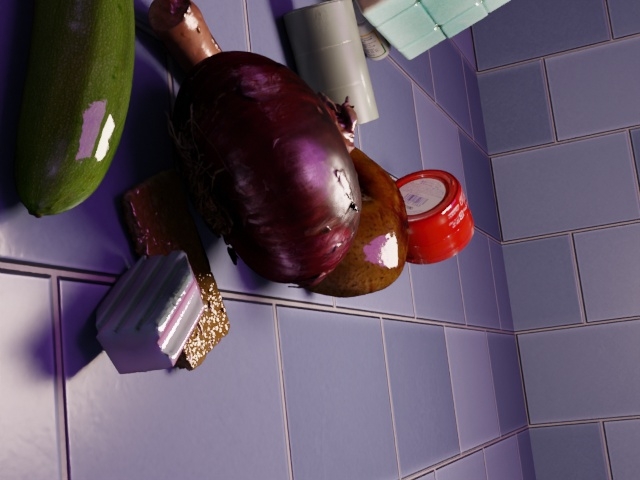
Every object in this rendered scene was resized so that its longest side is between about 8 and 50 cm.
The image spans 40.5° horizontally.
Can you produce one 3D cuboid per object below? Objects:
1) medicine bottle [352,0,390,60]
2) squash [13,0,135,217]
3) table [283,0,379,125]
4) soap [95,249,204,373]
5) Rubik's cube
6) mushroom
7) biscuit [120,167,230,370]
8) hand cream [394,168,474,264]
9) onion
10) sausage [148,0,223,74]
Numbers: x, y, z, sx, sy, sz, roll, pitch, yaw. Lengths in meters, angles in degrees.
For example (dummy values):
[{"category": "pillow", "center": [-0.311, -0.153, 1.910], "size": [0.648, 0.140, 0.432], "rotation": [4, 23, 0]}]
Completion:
[{"category": "medicine bottle", "center": [0.085, -0.492, 1.907], "size": [0.220, 0.061, 0.092], "rotation": [45, 15, -55]}, {"category": "squash", "center": [-0.243, -0.206, 0.883], "size": [0.107, 0.107, 0.394], "rotation": [40, 43, -58]}, {"category": "table", "center": [0.020, -0.313, 1.557], "size": [0.126, 0.127, 0.219], "rotation": [-41, 118, -65]}, {"category": "soap", "center": [-0.179, 0.073, 0.922], "size": [0.149, 0.100, 0.056], "rotation": [-68, 145, -55]}, {"category": "Rubik's cube", "center": [0.207, -0.623, 1.815], "size": [0.322, 0.316, 0.318], "rotation": [15, 49, -65]}, {"category": "mushroom", "center": [0.008, -0.011, 1.328], "size": [0.267, 0.267, 0.254], "rotation": [-31, 143, -67]}, {"category": "biscuit", "center": [-0.174, 0.034, 1.053], "size": [0.131, 0.025, 0.230], "rotation": [-47, 123, -64]}, {"category": "hand cream", "center": [0.227, -0.053, 1.874], "size": [0.193, 0.193, 0.125], "rotation": [-75, 147, -48]}, {"category": "onion", "center": [-0.053, -0.094, 1.087], "size": [0.313, 0.232, 0.314], "rotation": [62, -11, 22]}, {"category": "sausage", "center": [-0.144, -0.233, 1.185], "size": [0.304, 0.078, 0.078], "rotation": [48, 37, -58]}]
